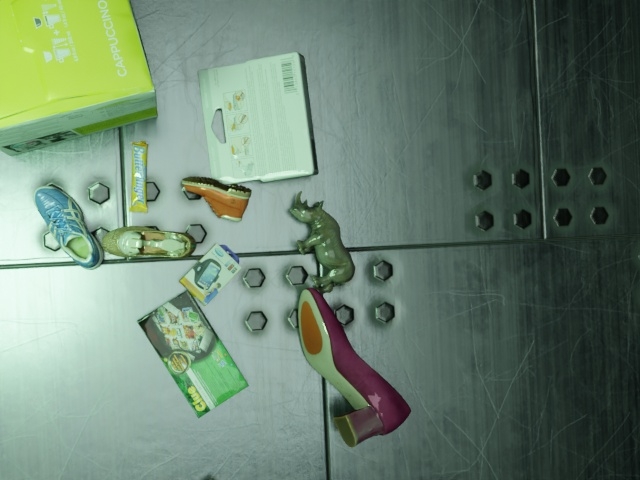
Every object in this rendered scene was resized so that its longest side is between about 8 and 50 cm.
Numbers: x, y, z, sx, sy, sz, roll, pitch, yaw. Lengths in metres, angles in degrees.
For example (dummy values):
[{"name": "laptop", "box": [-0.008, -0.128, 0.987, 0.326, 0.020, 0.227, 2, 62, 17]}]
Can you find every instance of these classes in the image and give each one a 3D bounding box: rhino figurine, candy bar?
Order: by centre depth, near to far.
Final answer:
[{"name": "candy bar", "box": [-0.403, -0.142, 1.713, 0.040, 0.018, 0.161, 1, 90, -11]}, {"name": "rhino figurine", "box": [0.000, 0.000, 1.763, 0.106, 0.073, 0.243, -23, 93, -6]}]

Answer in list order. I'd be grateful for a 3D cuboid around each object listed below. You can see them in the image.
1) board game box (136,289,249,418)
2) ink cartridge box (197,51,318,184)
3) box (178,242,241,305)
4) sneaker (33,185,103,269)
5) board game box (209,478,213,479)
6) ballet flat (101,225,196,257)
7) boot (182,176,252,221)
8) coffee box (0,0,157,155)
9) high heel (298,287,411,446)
[{"name": "board game box", "box": [-0.285, 0.253, 1.730, 0.136, 0.030, 0.259, -32, 95, -12]}, {"name": "ink cartridge box", "box": [-0.140, -0.268, 1.746, 0.239, 0.060, 0.275, -7, 92, 14]}, {"name": "box", "box": [-0.241, 0.071, 1.728, 0.081, 0.028, 0.136, 45, 71, -8]}, {"name": "sneaker", "box": [-0.539, -0.031, 1.654, 0.080, 0.081, 0.211, -38, 95, -7]}, {"name": "board game box", "box": [-0.307, 0.723, 1.705, 0.317, 0.064, 0.242, -33, 96, -9]}, {"name": "ballet flat", "box": [-0.376, 0.004, 1.692, 0.206, 0.067, 0.073, -1, 91, -11]}, {"name": "boot", "box": [-0.239, -0.093, 1.726, 0.158, 0.059, 0.084, 17, 111, 2]}, {"name": "coffee box", "box": [-0.529, -0.387, 1.529, 0.338, 0.334, 0.337, -16, 93, -10]}, {"name": "high heel", "box": [0.076, 0.271, 1.778, 0.181, 0.127, 0.377, -19, 92, -34]}]
